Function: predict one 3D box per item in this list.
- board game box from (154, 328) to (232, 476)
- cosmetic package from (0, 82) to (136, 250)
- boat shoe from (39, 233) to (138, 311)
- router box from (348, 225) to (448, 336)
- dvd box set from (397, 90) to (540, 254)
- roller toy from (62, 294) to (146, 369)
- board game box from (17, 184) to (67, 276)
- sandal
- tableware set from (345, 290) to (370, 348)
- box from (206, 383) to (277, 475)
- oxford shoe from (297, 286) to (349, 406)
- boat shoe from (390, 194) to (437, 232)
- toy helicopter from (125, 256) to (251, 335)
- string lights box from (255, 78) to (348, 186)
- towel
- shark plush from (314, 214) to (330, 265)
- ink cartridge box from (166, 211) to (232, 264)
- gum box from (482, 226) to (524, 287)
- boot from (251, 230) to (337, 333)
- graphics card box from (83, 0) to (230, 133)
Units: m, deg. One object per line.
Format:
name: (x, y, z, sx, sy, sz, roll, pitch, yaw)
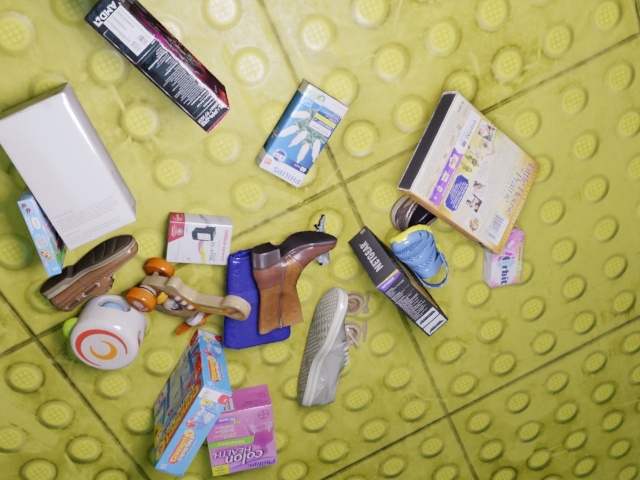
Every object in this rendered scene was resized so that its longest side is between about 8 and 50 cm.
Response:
board game box: (-0.383, 0.466, 1.963, 0.086, 0.302, 0.308, 25, 104, -22)
cosmetic package: (-0.636, -0.186, 1.696, 0.197, 0.155, 0.365, -24, 116, -4)
boat shoe: (-0.620, 0.092, 1.857, 0.307, 0.110, 0.104, -28, 121, 10)
router box: (0.221, 0.112, 1.955, 0.081, 0.309, 0.243, -44, 117, 8)
dvd box set: (0.434, -0.182, 1.903, 0.420, 0.062, 0.307, 29, 84, -34)
roller toy: (-0.595, 0.257, 1.896, 0.191, 0.146, 0.209, -23, 121, 17)
board game box: (-0.718, -0.035, 1.738, 0.039, 0.160, 0.211, -16, 116, -8)
sandal: (0.303, 0.051, 1.964, 0.126, 0.138, 0.317, -28, 152, 21)
tableware set: (0.096, 0.255, 2.136, 0.128, 0.039, 0.194, -2, 114, -13)
box: (-0.260, 0.611, 2.160, 0.214, 0.117, 0.242, -7, 115, -11)
oxford shoe: (0.031, 0.336, 2.089, 0.130, 0.169, 0.449, 6, 119, -13)
boat shoe: (0.365, -0.145, 1.977, 0.132, 0.130, 0.355, 37, 100, -25)
toy helicopter: (-0.348, 0.184, 1.877, 0.355, 0.140, 0.235, 6, 141, 25)
string lights box: (-0.053, -0.293, 1.838, 0.133, 0.076, 0.259, 27, 105, -24)
towel: (-0.181, 0.164, 1.988, 0.228, 0.076, 0.308, -6, 113, -29)
shark plush: (0.000, 0.000, 2.009, 0.067, 0.073, 0.161, -13, 102, -36)
ink cartridge box: (-0.343, -0.005, 1.894, 0.175, 0.072, 0.127, 4, 112, -15)
gum box: (0.588, 0.049, 2.156, 0.107, 0.062, 0.188, -9, 115, -10)
boot: (-0.066, 0.126, 1.937, 0.264, 0.096, 0.280, -19, 121, -26)
graphics card box: (-0.379, -0.440, 1.605, 0.094, 0.232, 0.371, -43, 115, 11)
